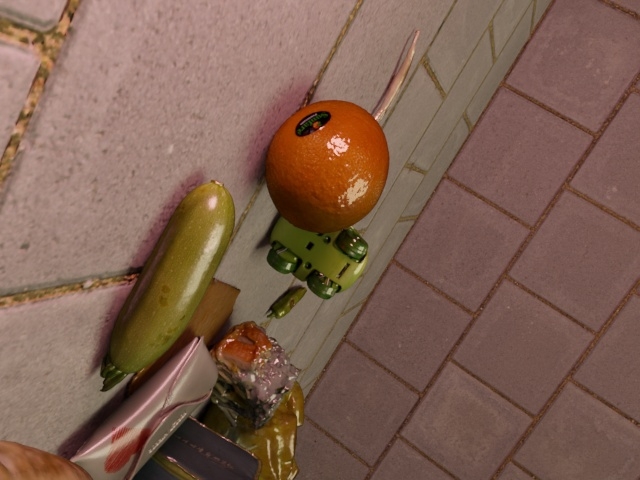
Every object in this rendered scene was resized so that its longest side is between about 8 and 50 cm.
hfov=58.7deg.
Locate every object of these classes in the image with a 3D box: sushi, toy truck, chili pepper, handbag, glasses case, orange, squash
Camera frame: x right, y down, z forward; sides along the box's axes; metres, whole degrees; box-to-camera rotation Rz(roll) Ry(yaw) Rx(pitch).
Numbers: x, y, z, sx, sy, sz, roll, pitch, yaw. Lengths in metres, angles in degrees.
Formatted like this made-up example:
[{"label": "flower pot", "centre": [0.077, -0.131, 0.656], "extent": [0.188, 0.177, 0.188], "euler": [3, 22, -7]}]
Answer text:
[{"label": "sushi", "centre": [-0.152, 0.288, 1.198], "extent": [0.139, 0.184, 0.274], "euler": [-47, 171, -32]}, {"label": "toy truck", "centre": [0.010, 0.012, 1.131], "extent": [0.148, 0.187, 0.210], "euler": [-54, 167, 15]}, {"label": "chili pepper", "centre": [-0.071, 0.152, 1.480], "extent": [0.208, 0.043, 0.049], "euler": [-33, 140, -60]}, {"label": "handbag", "centre": [-0.280, 0.531, 1.159], "extent": [0.241, 0.263, 0.222], "euler": [-60, 180, 7]}, {"label": "glasses case", "centre": [-0.278, 0.288, 0.944], "extent": [0.308, 0.083, 0.128], "euler": [-46, 162, -33]}, {"label": "orange", "centre": [0.012, -0.114, 0.866], "extent": [0.206, 0.206, 0.206], "euler": [-52, 165, -19]}, {"label": "squash", "centre": [-0.206, 0.076, 0.751], "extent": [0.341, 0.094, 0.094], "euler": [-58, 166, 10]}]

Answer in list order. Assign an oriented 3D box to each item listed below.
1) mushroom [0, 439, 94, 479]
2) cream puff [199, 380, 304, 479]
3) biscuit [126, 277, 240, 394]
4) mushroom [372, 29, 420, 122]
[{"label": "mushroom", "centre": [-0.301, 0.202, 0.315], "extent": [0.351, 0.261, 0.352], "euler": [-11, 145, -8]}, {"label": "cream puff", "centre": [-0.161, 0.516, 1.511], "extent": [0.378, 0.275, 0.378], "euler": [-54, 165, -21]}, {"label": "biscuit", "centre": [-0.235, 0.177, 1.034], "extent": [0.237, 0.013, 0.232], "euler": [-54, 165, -4]}, {"label": "mushroom", "centre": [0.133, -0.291, 1.199], "extent": [0.306, 0.043, 0.068], "euler": [-60, -169, 7]}]
